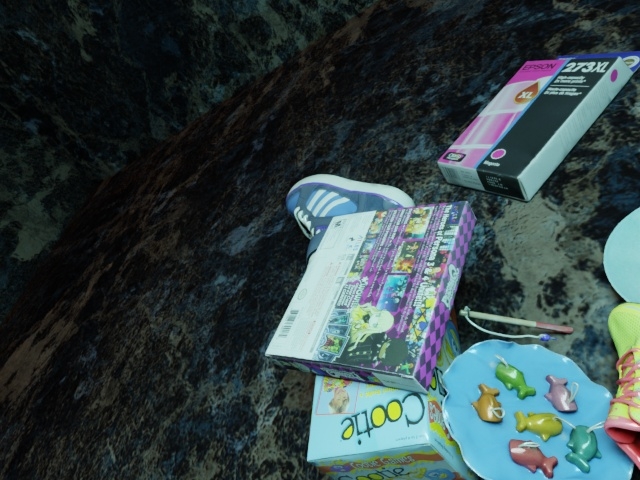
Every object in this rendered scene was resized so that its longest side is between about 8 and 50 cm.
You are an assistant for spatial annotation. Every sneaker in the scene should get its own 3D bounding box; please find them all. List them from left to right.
[{"bbox_3d":[0.000,0.000,0.861,0.322,0.130,0.236,9,53,43],"label":"sneaker"},{"bbox_3d":[0.298,0.146,0.410,0.094,0.081,0.209,-2,48,4],"label":"sneaker"}]

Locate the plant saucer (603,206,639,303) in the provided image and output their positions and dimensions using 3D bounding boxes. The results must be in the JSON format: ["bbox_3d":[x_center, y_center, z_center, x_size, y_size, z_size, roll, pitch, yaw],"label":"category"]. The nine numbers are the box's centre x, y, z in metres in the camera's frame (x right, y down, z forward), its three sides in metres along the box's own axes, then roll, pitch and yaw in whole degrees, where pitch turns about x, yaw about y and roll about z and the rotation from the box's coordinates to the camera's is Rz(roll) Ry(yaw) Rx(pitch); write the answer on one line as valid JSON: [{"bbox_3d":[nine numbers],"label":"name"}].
[{"bbox_3d":[0.427,0.022,0.503,0.195,0.037,0.195,-26,36,21],"label":"plant saucer"}]

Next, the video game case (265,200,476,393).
[{"bbox_3d":[0.061,0.057,0.560,0.210,0.042,0.232,-5,47,41],"label":"video game case"}]

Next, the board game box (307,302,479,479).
[{"bbox_3d":[0.093,0.157,0.583,0.144,0.142,0.275,-21,38,26],"label":"board game box"}]

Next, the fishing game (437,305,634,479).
[{"bbox_3d":[0.214,0.167,0.459,0.189,0.041,0.264,9,39,6],"label":"fishing game"}]

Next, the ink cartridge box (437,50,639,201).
[{"bbox_3d":[0.391,-0.232,0.810,0.371,0.069,0.175,-46,34,-12],"label":"ink cartridge box"}]
